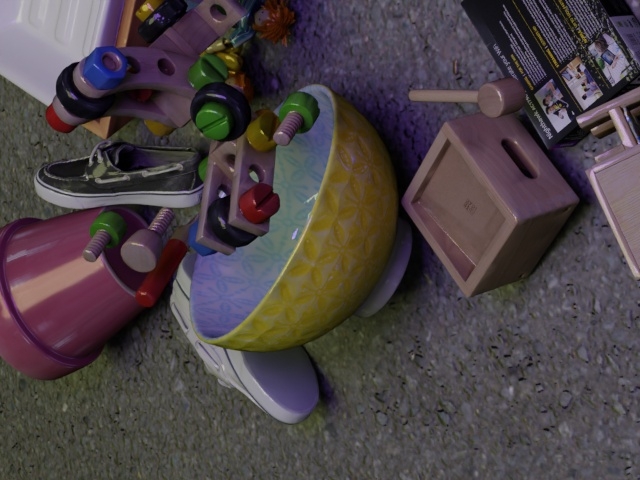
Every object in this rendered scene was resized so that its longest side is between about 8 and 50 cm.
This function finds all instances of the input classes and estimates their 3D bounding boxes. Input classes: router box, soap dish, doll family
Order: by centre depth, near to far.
[{"bbox_3d":[0.227,-0.196,1.557,0.133,0.046,0.179,-42,69,39],"label":"router box"},{"bbox_3d":[-0.111,-0.237,1.839,0.163,0.118,0.263,29,98,43],"label":"doll family"},{"bbox_3d":[-0.309,-0.284,1.991,0.291,0.118,0.228,32,118,35],"label":"soap dish"}]

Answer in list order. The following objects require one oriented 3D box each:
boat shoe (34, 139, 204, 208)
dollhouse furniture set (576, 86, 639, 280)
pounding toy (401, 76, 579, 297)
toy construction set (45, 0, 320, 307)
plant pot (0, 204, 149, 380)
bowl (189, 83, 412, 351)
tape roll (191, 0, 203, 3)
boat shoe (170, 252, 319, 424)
[{"bbox_3d":[-0.239,-0.086,1.939,0.219,0.077,0.070,0,129,14],"label":"boat shoe"},{"bbox_3d":[0.332,-0.043,1.375,0.161,0.242,0.212,-26,82,15],"label":"dollhouse furniture set"},{"bbox_3d":[0.165,-0.084,1.580,0.181,0.094,0.206,56,144,24],"label":"pounding toy"},{"bbox_3d":[-0.129,-0.113,1.692,0.258,0.237,0.308,23,134,5],"label":"toy construction set"},{"bbox_3d":[-0.296,0.047,1.999,0.180,0.201,0.201,-26,79,26],"label":"plant pot"},{"bbox_3d":[0.000,0.000,1.701,0.289,0.156,0.289,-48,28,35],"label":"bowl"},{"bbox_3d":[-0.110,-0.394,1.745,0.275,0.090,0.274,-17,64,37],"label":"tape roll"},{"bbox_3d":[-0.091,0.126,1.886,0.258,0.095,0.084,55,133,35],"label":"boat shoe"}]
